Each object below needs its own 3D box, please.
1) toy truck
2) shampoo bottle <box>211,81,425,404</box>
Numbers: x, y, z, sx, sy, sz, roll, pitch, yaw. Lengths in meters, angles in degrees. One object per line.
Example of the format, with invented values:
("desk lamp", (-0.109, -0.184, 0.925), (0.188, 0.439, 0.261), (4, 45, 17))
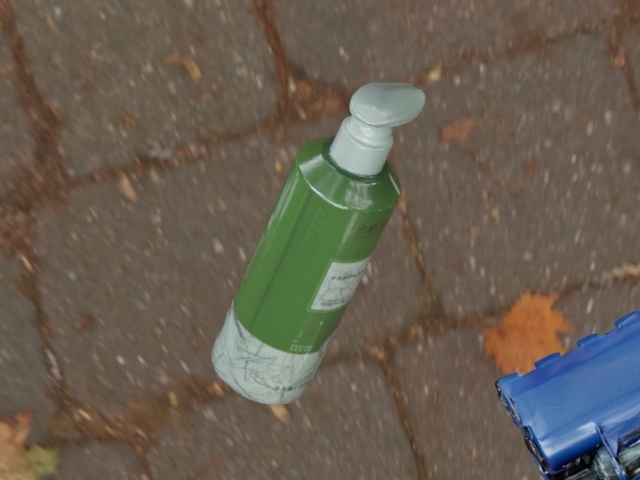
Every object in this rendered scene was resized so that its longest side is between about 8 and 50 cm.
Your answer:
("toy truck", (0.188, 0.144, 1.014), (0.113, 0.126, 0.208), (-27, 74, 4))
("shampoo bottle", (0.000, 0.000, 1.060), (0.065, 0.204, 0.065), (15, 39, -12))
